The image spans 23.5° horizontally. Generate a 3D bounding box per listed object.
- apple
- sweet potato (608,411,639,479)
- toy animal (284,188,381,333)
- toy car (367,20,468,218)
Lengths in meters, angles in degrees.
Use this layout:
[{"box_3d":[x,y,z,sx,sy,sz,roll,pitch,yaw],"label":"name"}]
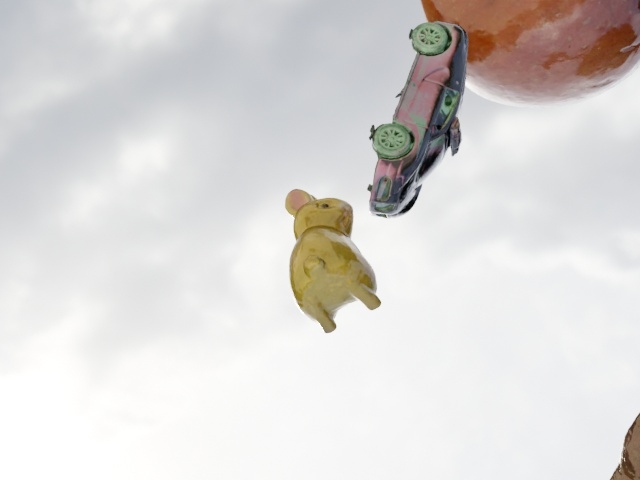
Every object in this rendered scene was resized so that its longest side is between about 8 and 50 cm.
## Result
[{"box_3d":[0.190,-0.238,1.393,0.206,0.251,0.272,-33,-175,11],"label":"apple"},{"box_3d":[0.270,0.217,1.311,0.065,0.218,0.051,-9,-150,-20],"label":"sweet potato"},{"box_3d":[0.000,-0.003,1.334,0.070,0.083,0.159,-27,-142,13],"label":"toy animal"},{"box_3d":[0.066,-0.076,0.989,0.055,0.069,0.142,16,-119,8],"label":"toy car"}]
